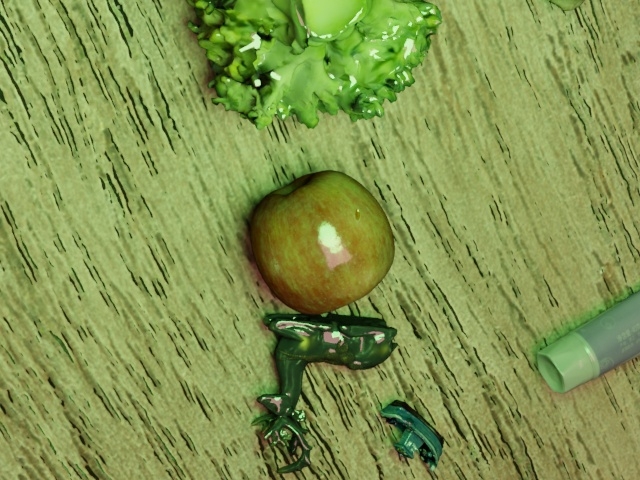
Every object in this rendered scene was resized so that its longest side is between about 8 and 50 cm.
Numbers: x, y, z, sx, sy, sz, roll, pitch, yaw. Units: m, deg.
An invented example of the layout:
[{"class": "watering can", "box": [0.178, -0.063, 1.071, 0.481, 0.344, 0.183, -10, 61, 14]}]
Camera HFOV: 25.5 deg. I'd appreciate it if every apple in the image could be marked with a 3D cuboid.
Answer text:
[{"class": "apple", "box": [0.000, 0.000, 1.894, 0.188, 0.188, 0.174, -29, 105, -9]}]

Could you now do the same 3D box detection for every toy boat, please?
[{"class": "toy boat", "box": [0.137, 0.295, 2.111, 0.137, 0.060, 0.061, 47, 69, -32]}]

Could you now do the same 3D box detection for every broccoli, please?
[{"class": "broccoli", "box": [-0.016, -0.310, 1.772, 0.334, 0.272, 0.324, -15, 73, -8]}]

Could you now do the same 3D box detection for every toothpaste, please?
[{"class": "toothpaste", "box": [0.506, 0.123, 2.183, 0.371, 0.080, 0.125, -26, 114, -15]}]

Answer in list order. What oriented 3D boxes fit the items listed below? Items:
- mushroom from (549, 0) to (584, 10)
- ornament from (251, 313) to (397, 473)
[{"class": "mushroom", "box": [0.353, -0.424, 1.899, 0.254, 0.195, 0.189, -5, 76, -12]}, {"class": "ornament", "box": [0.001, 0.222, 2.029, 0.202, 0.080, 0.236, 5, 103, -18]}]
